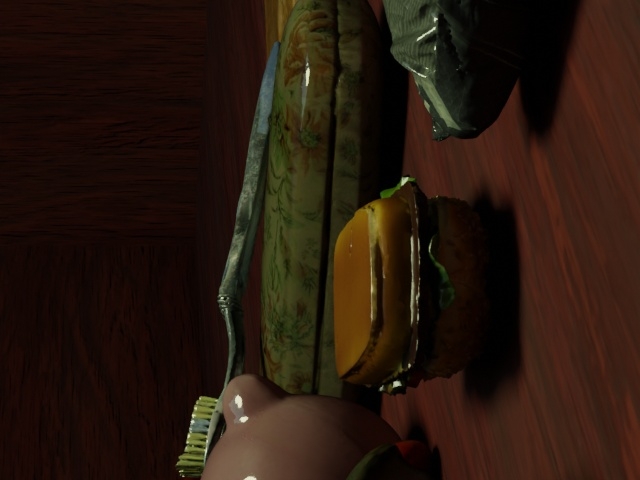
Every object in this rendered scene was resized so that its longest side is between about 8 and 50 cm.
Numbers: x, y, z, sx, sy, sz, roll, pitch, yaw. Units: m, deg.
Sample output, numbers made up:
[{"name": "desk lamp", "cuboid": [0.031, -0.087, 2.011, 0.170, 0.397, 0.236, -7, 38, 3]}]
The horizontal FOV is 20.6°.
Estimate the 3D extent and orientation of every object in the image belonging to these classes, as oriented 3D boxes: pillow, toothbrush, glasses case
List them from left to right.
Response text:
[{"name": "toothbrush", "cuboid": [-0.066, 0.008, 1.519, 0.035, 0.042, 0.413, 68, -151, -63]}, {"name": "glasses case", "cuboid": [0.000, 0.000, 1.478, 0.156, 0.098, 0.425, -97, 9, -64]}, {"name": "pillow", "cuboid": [0.083, -0.200, 0.899, 0.335, 0.093, 0.161, 100, 162, -48]}]

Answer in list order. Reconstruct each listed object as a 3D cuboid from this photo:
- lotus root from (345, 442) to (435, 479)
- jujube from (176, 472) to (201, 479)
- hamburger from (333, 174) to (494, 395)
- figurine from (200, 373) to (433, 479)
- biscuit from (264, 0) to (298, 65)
[{"name": "lotus root", "cuboid": [0.051, 0.273, 0.878, 0.142, 0.210, 0.314, 136, 148, -64]}, {"name": "jujube", "cuboid": [-0.062, 0.296, 1.530, 0.318, 0.223, 0.223, 60, -151, -87]}, {"name": "hamburger", "cuboid": [0.060, 0.026, 1.085, 0.166, 0.087, 0.137, 135, 135, -77]}, {"name": "figurine", "cuboid": [-0.009, 0.195, 1.299, 0.173, 0.173, 0.173, 180, 90, -82]}, {"name": "biscuit", "cuboid": [-0.013, -0.171, 1.711, 0.365, 0.062, 0.385, 112, 157, -74]}]
